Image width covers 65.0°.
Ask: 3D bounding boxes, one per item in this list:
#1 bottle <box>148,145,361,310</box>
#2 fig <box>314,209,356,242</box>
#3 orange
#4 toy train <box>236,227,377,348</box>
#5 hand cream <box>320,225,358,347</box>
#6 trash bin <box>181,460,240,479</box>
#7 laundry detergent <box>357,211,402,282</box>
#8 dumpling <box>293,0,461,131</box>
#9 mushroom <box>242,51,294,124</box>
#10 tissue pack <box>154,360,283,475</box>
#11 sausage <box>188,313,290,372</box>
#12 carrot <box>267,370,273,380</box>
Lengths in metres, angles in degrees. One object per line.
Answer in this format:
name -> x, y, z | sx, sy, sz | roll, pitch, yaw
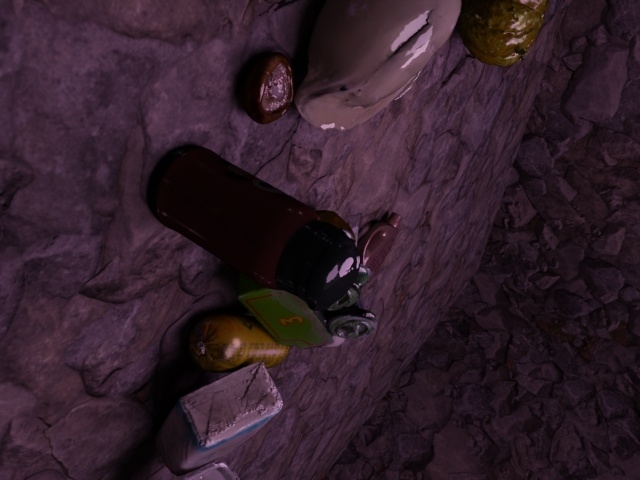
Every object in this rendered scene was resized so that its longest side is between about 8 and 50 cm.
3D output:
bottle -> -0.096, -0.016, 0.752 | 0.144, 0.336, 0.144 | -43, 151, -32
fig -> 0.000, 0.000, 1.173 | 0.166, 0.144, 0.154 | 19, 77, -51
orange -> 0.478, -0.618, 1.312 | 0.300, 0.223, 0.301 | -50, 157, -55
toy train -> -0.020, 0.110, 1.067 | 0.307, 0.249, 0.173 | 59, 22, -47
hand cream -> 0.032, 0.141, 1.435 | 0.185, 0.118, 0.358 | -25, 130, -45
trash bin -> -0.328, 0.656, 1.031 | 0.367, 0.256, 0.296 | -45, 156, 16
laundry detergent -> 0.173, 0.005, 1.564 | 0.237, 0.076, 0.171 | -57, 154, -7
dumpling -> 0.127, -0.355, 0.939 | 0.395, 0.233, 0.315 | -52, 148, 6
mushroom -> -0.088, -0.257, 0.846 | 0.123, 0.052, 0.123 | -53, 157, -36
tissue pack -> -0.219, 0.380, 1.055 | 0.201, 0.124, 0.271 | -13, 155, -36
sausage -> -0.169, 0.228, 1.116 | 0.123, 0.123, 0.347 | -61, 155, 1
carrot -> -0.156, 0.353, 1.229 | 0.070, 0.070, 0.342 | -49, 174, -23
